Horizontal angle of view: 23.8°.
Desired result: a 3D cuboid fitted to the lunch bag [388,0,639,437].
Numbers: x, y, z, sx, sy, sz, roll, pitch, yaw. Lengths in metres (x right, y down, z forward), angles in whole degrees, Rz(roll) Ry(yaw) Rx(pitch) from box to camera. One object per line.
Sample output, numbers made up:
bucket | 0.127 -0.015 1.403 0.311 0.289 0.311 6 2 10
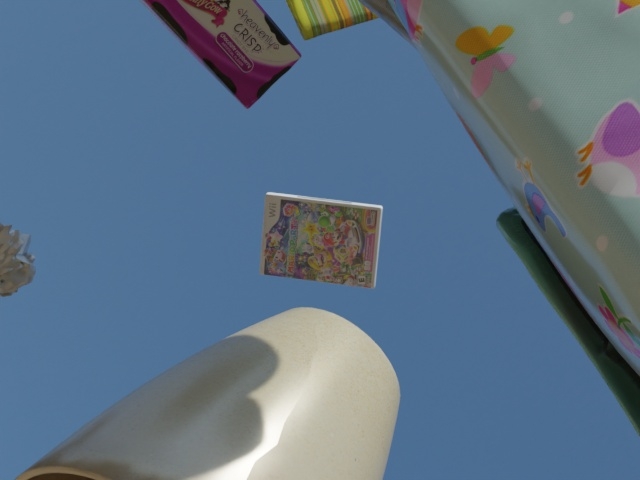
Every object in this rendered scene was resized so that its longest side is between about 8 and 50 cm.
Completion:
lunch bag | 0.162 -0.004 0.571 0.160 0.262 0.223 -35 -130 5

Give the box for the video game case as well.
video game case | 0.000 0.000 1.566 0.122 0.011 0.087 7 -75 9

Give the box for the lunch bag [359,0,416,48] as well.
lunch bag | 0.140 -0.171 0.762 0.235 0.287 0.169 46 -58 47

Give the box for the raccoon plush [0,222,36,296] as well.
raccoon plush | -0.492 0.097 1.276 0.446 0.216 0.299 2 -112 15

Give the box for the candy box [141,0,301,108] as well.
candy box | -0.129 -0.229 1.307 0.071 0.159 0.233 -44 -137 0

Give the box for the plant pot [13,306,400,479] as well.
plant pot | -0.058 0.184 1.180 0.256 0.274 0.256 21 -45 23

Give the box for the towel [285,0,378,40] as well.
towel | 0.075 -0.261 1.425 0.021 0.237 0.102 115 -44 -71
